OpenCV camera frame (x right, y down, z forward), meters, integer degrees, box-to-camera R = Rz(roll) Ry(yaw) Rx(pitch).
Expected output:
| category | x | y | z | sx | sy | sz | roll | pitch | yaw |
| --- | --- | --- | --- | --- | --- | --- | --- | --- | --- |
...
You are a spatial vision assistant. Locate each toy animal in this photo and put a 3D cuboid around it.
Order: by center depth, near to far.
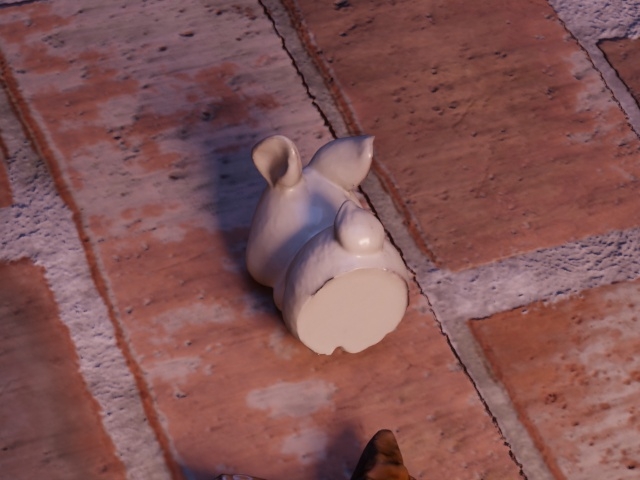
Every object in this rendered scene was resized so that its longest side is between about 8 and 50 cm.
| category | x | y | z | sx | sy | sz | roll | pitch | yaw |
| --- | --- | --- | --- | --- | --- | --- | --- | --- | --- |
| toy animal | 0.005 | 0.000 | 1.810 | 0.127 | 0.178 | 0.193 | -6 | 53 | -18 |

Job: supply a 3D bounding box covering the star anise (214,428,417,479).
| category | x | y | z | sx | sy | sz | roll | pitch | yaw |
| --- | --- | --- | --- | --- | --- | --- | --- | --- | --- |
| star anise | 0.064 | 0.300 | 1.610 | 0.292 | 0.109 | 0.350 | -5 | 51 | -7 |
